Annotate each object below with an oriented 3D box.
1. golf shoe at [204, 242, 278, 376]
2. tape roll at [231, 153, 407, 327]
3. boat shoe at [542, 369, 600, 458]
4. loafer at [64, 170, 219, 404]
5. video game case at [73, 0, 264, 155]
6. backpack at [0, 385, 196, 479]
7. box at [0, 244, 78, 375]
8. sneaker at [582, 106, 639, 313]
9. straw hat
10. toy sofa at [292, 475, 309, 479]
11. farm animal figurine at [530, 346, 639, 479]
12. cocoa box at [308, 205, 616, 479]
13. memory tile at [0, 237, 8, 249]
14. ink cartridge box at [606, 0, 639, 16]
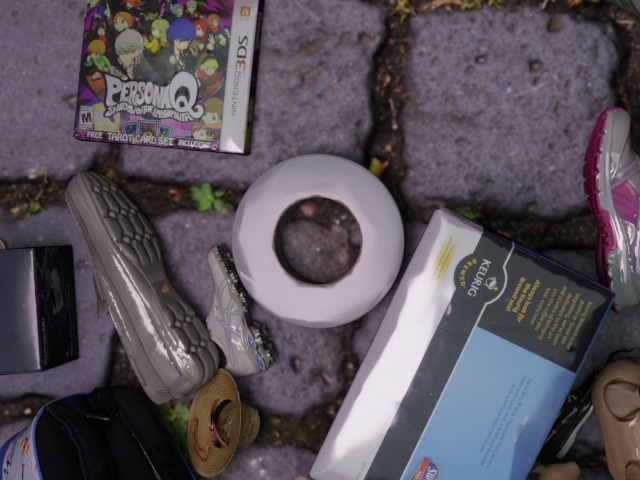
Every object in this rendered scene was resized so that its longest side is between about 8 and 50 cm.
[{"bbox_3d":[-0.125,0.094,1.653,0.086,0.069,0.176,-21,87,13],"label":"golf shoe"},{"bbox_3d":[0.000,0.000,1.632,0.219,0.072,0.219,0,92,7],"label":"tape roll"},{"bbox_3d":[0.316,0.214,1.610,0.038,0.046,0.125,29,102,1],"label":"boat shoe"},{"bbox_3d":[-0.249,0.061,1.643,0.111,0.112,0.319,-33,79,24],"label":"loafer"},{"bbox_3d":[-0.198,-0.224,1.668,0.232,0.042,0.210,6,90,7],"label":"video game case"},{"bbox_3d":[-0.272,0.322,1.585,0.213,0.276,0.263,-32,71,34],"label":"backpack"},{"bbox_3d":[-0.377,0.087,1.635,0.093,0.158,0.156,-4,91,7],"label":"box"},{"bbox_3d":[0.390,-0.042,1.577,0.111,0.103,0.252,-8,96,3],"label":"sneaker"},{"bbox_3d":[-0.113,0.236,1.649,0.061,0.144,0.144,10,92,-32],"label":"straw hat"},{"bbox_3d":[0.119,0.398,1.552,0.363,0.150,0.177,23,67,6],"label":"toy sofa"},{"bbox_3d":[0.369,0.285,1.526,0.330,0.172,0.326,8,82,-24],"label":"farm animal figurine"},{"bbox_3d":[0.169,0.161,1.532,0.228,0.231,0.347,26,94,5],"label":"cocoa box"},{"bbox_3d":[-0.496,0.041,1.722,0.113,0.012,0.148,32,94,5],"label":"memory tile"},{"bbox_3d":[0.489,-0.327,1.500,0.278,0.117,0.201,34,95,28],"label":"ink cartridge box"}]
